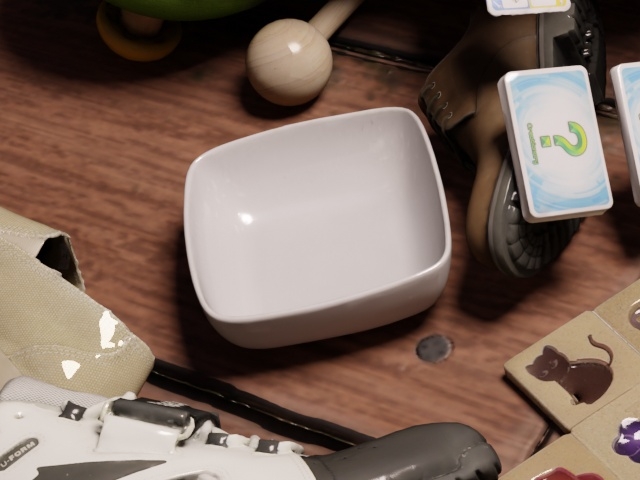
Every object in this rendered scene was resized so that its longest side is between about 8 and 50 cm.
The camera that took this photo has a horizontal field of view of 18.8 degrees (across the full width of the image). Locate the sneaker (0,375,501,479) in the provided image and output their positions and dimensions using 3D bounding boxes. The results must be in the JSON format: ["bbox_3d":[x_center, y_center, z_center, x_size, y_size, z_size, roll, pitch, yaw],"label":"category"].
[{"bbox_3d":[-0.086,0.115,0.888,0.331,0.122,0.146,-17,69,-2],"label":"sneaker"}]

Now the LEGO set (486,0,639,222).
[{"bbox_3d":[0.172,-0.140,1.003,0.182,0.060,0.244,-6,82,-23],"label":"LEGO set"}]

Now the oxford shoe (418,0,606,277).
[{"bbox_3d":[0.100,-0.058,1.070,0.096,0.083,0.227,-9,37,21],"label":"oxford shoe"}]

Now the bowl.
[{"bbox_3d":[0.000,0.000,1.052,0.142,0.053,0.142,-12,44,3],"label":"bowl"}]

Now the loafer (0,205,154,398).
[{"bbox_3d":[-0.179,0.023,1.054,0.092,0.102,0.268,-31,56,-17],"label":"loafer"}]

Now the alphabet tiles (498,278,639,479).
[{"bbox_3d":[0.254,0.114,0.899,0.285,0.011,0.342,-32,47,-15],"label":"alphabet tiles"}]

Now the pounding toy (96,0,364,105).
[{"bbox_3d":[-0.088,-0.167,1.225,0.237,0.110,0.183,30,43,2],"label":"pounding toy"}]
